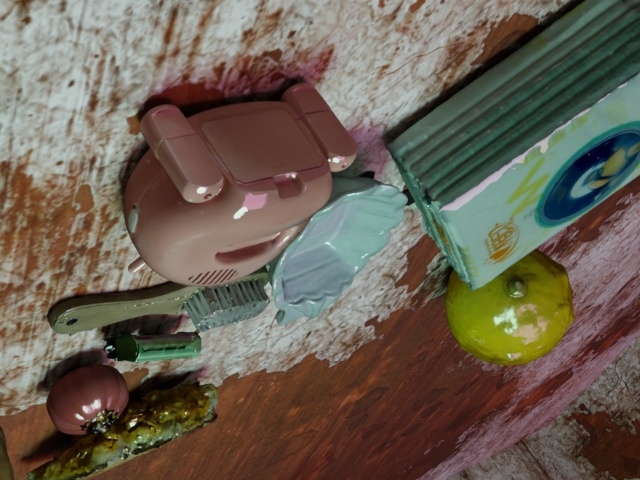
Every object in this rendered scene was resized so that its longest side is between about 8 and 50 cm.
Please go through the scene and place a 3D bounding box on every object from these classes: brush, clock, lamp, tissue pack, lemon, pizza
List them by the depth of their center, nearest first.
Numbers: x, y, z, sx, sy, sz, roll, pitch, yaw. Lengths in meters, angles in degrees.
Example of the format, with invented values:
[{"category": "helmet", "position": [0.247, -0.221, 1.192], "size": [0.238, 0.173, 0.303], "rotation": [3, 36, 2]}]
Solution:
[{"category": "clock", "position": [-0.097, -0.033, 1.010], "size": [0.227, 0.142, 0.241], "rotation": [-15, 151, -35]}, {"category": "brush", "position": [-0.189, 0.089, 1.193], "size": [0.327, 0.065, 0.070], "rotation": [-7, 145, -42]}, {"category": "lamp", "position": [-0.305, 0.209, 1.218], "size": [0.107, 0.092, 0.107], "rotation": [-27, 153, -15]}, {"category": "tissue pack", "position": [0.308, -0.134, 1.277], "size": [0.388, 0.162, 0.287], "rotation": [-36, 149, 1]}, {"category": "pizza", "position": [-0.289, 0.286, 1.380], "size": [0.305, 0.086, 0.161], "rotation": [-22, 173, -21]}, {"category": "lemon", "position": [0.340, 0.115, 1.681], "size": [0.233, 0.233, 0.288], "rotation": [-33, 159, -5]}]

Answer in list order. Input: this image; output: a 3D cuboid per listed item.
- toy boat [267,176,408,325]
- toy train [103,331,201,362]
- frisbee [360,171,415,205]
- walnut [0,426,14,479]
[{"category": "toy boat", "position": [0.000, 0.000, 1.222], "size": [0.199, 0.100, 0.290], "rotation": [-18, 149, -30]}, {"category": "toy train", "position": [-0.225, 0.140, 1.228], "size": [0.071, 0.038, 0.148], "rotation": [-2, 176, 29]}, {"category": "frisbee", "position": [0.077, -0.031, 1.359], "size": [0.211, 0.012, 0.187], "rotation": [-5, 141, -47]}, {"category": "walnut", "position": [-0.431, 0.247, 0.848], "size": [0.306, 0.344, 0.306], "rotation": [-35, 170, -7]}]
